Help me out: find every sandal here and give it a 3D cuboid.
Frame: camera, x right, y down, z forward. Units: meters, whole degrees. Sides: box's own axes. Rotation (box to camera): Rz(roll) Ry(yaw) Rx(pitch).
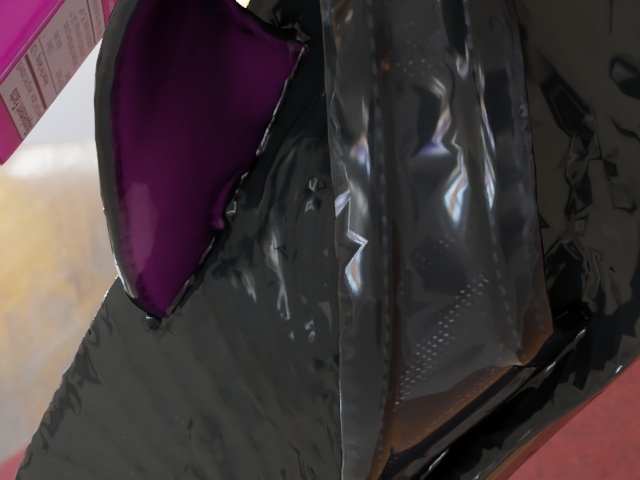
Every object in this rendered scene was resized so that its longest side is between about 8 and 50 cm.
[{"bbox_3d":[0.001,0.003,0.402,0.167,0.107,0.446,43,125,27],"label":"sandal"}]

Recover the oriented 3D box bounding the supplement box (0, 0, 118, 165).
[{"bbox_3d":[-0.106,-0.153,0.592,0.111,0.220,0.114,36,170,0],"label":"supplement box"}]
